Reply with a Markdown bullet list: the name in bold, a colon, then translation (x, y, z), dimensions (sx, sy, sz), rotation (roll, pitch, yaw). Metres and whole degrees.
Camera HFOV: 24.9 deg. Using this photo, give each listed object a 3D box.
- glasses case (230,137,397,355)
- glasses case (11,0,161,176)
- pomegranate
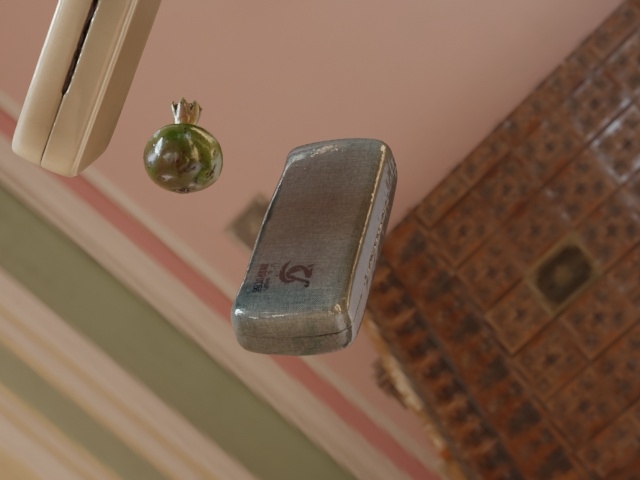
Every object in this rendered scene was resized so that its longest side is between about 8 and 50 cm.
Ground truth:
- **glasses case**: translation (0.000, 0.000, 1.578), dimensions (0.323, 0.131, 0.074), rotation (-73, -27, -50)
- **glasses case**: translation (-0.221, -0.238, 1.504), dimensions (0.076, 0.336, 0.144), rotation (23, -163, 1)
- **pomegranate**: translation (-0.195, -0.135, 2.059), dimensions (0.114, 0.114, 0.142), rotation (20, -119, -46)
